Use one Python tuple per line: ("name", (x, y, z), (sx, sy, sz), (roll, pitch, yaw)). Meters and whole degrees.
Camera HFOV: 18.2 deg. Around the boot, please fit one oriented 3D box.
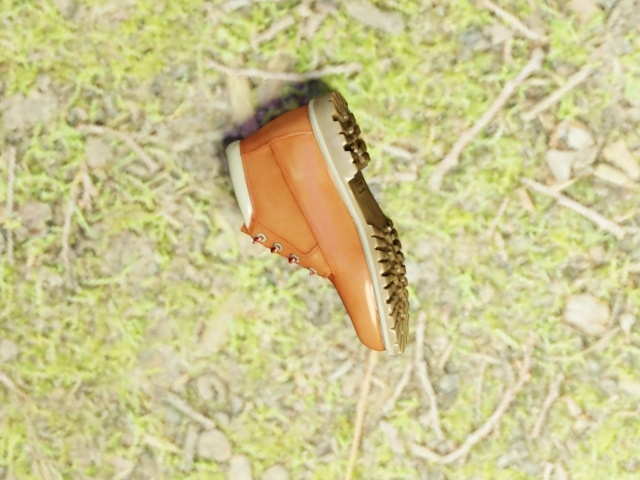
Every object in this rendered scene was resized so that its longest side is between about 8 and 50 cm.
("boot", (0.000, 0.000, 1.179), (0.084, 0.059, 0.158), (-21, 89, 13))
